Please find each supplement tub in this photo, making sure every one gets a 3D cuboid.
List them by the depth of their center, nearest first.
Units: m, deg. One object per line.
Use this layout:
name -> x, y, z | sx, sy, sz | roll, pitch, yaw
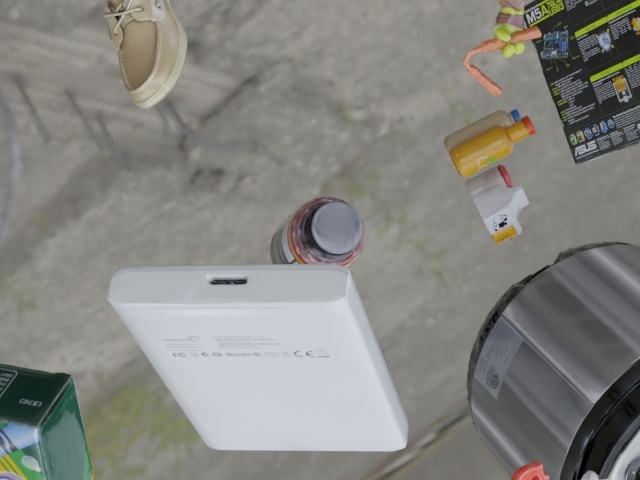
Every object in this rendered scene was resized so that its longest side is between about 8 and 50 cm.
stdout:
supplement tub -> 0.000, 0.000, 2.040 | 0.106, 0.106, 0.198 | -27, 178, -17

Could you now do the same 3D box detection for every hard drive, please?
hard drive -> -0.051, 0.129, 1.546 | 0.233, 0.047, 0.353 | -1, 149, 13

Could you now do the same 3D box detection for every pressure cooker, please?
pressure cooker -> 0.415, 0.239, 1.864 | 0.375, 0.420, 0.370 | -24, 121, -10

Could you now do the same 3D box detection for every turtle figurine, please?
turtle figurine -> 0.174, -0.256, 1.305 | 0.217, 0.087, 0.269 | -17, 129, 19

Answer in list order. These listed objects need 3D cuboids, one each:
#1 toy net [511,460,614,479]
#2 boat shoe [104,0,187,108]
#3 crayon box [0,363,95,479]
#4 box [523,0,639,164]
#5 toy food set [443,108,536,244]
toy net -> 0.179, 0.224, 1.225 | 0.045, 0.122, 0.232 | 14, -162, 41
boat shoe -> -0.257, -0.311, 2.076 | 0.109, 0.302, 0.098 | -30, 138, 27
crayon box -> -0.324, 0.264, 1.489 | 0.083, 0.203, 0.323 | -61, 153, -49
box -> 0.301, -0.188, 1.546 | 0.045, 0.184, 0.191 | -15, 176, -29
toy food set -> 0.230, -0.092, 1.891 | 0.104, 0.111, 0.232 | -27, 145, 6
